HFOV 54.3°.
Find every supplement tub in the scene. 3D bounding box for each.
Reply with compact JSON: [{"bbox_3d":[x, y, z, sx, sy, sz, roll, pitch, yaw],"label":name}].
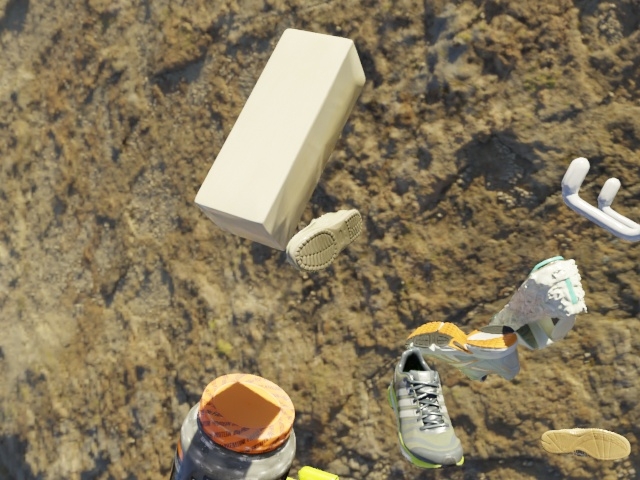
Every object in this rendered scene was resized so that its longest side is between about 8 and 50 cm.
[{"bbox_3d":[-0.166,0.423,1.128,0.207,0.207,0.338,40,122,41],"label":"supplement tub"}]

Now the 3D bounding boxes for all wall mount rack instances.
[{"bbox_3d":[0.382,-0.139,0.618,0.130,0.350,0.304,40,110,27],"label":"wall mount rack"}]

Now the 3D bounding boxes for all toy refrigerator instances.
[{"bbox_3d":[-0.044,-0.131,0.808,0.102,0.094,0.269,17,73,23],"label":"toy refrigerator"}]

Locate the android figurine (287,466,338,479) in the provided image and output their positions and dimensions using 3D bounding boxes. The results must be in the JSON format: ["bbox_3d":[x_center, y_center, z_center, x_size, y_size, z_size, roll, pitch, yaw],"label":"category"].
[{"bbox_3d":[-0.049,0.641,1.426,0.273,0.248,0.056,10,137,23],"label":"android figurine"}]

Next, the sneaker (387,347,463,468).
[{"bbox_3d":[0.195,0.320,1.205,0.300,0.111,0.121,-116,25,-66],"label":"sneaker"}]

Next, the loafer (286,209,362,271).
[{"bbox_3d":[0.000,0.000,1.515,0.092,0.268,0.102,2,111,38],"label":"loafer"}]

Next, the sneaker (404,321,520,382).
[{"bbox_3d":[0.303,0.252,1.345,0.262,0.099,0.121,-2,117,42],"label":"sneaker"}]

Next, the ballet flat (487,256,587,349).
[{"bbox_3d":[0.458,0.166,1.334,0.147,0.409,0.147,-1,68,3],"label":"ballet flat"}]

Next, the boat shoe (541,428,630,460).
[{"bbox_3d":[0.550,0.420,1.302,0.170,0.059,0.063,1,81,21],"label":"boat shoe"}]
